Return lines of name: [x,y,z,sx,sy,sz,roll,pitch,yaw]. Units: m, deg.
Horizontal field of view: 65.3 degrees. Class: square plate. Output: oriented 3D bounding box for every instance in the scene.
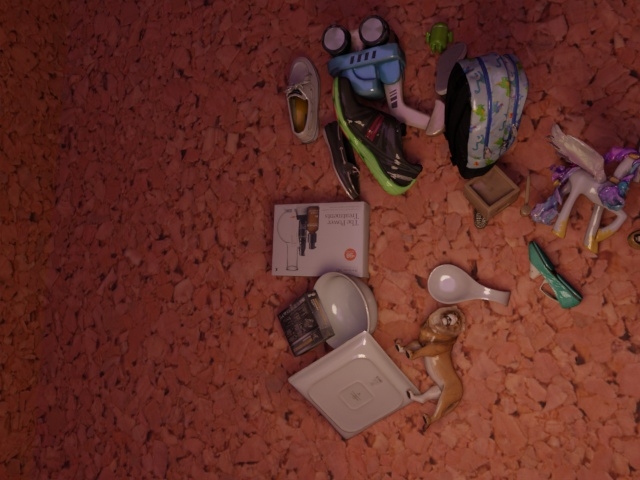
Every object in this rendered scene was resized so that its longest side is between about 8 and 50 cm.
square plate: [0.120,0.523,1.737,0.344,0.049,0.347,-35,108,16]

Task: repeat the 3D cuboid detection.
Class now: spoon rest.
spoon rest: [0.503,0.164,1.712,0.276,0.084,0.137,12,88,22]

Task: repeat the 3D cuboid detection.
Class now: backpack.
backpack: [0.499,-0.412,1.554,0.273,0.355,0.290,-14,57,19]

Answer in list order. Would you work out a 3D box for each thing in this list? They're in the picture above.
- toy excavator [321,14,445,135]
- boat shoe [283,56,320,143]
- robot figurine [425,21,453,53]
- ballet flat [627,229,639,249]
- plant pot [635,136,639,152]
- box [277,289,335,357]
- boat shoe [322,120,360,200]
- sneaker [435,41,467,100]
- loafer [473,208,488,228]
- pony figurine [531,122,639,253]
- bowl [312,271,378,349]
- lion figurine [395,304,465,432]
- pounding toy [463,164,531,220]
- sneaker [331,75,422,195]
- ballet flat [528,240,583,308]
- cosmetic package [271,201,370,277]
toy excavator: [0.247,-0.589,1.873,0.432,0.222,0.446,-6,95,21]
boat shoe: [-0.088,-0.583,2.009,0.135,0.156,0.367,-3,82,21]
robot figurine: [0.442,-0.760,1.865,0.101,0.067,0.115,8,86,22]
ballet flat: [1.054,0.005,1.496,0.232,0.073,0.080,1,80,30]
plant pot: [1.045,-0.292,1.543,0.109,0.096,0.109,21,92,23]
box: [-0.058,0.315,1.876,0.231,0.056,0.183,-44,66,46]
boat shoe: [0.099,-0.320,1.925,0.095,0.112,0.335,-27,70,22]
sneaker: [0.496,-0.584,1.811,0.104,0.147,0.296,-11,47,39]
loafer: [0.564,-0.110,1.739,0.056,0.050,0.148,8,83,18]
pony figurine: [0.822,-0.184,1.550,0.350,0.303,0.364,31,110,15]
bowl: [0.110,0.245,1.806,0.297,0.134,0.298,15,111,47]
lion figurine: [0.404,0.429,1.693,0.240,0.142,0.393,-12,94,-18]
pounding toy: [0.611,-0.144,1.652,0.181,0.094,0.206,-35,65,-1]
sneaker: [0.203,-0.399,1.832,0.202,0.185,0.483,-34,96,8]
ballet flat: [0.736,0.118,1.627,0.087,0.083,0.247,-44,67,27]
cosmetic package: [0.000,0.000,1.934,0.377,0.097,0.285,-1,86,22]
